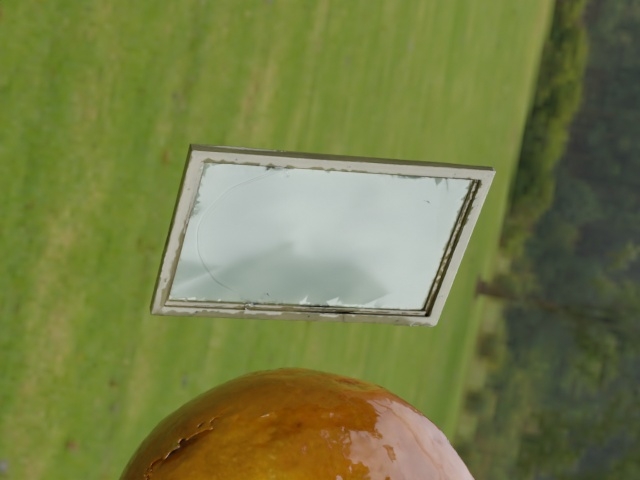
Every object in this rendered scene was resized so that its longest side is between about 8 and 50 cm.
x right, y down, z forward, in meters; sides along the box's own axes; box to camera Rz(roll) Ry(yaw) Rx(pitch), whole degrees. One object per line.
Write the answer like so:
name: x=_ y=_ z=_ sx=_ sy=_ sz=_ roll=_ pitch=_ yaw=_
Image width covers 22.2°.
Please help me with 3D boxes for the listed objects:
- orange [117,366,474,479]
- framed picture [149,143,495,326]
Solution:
orange: x=-0.016 y=0.230 z=1.149 sx=0.226 sy=0.283 sz=0.284 roll=63 pitch=38 yaw=-76
framed picture: x=0.000 y=0.000 z=1.050 sx=0.010 sy=0.200 sz=0.136 roll=-109 pitch=-152 yaw=-48
